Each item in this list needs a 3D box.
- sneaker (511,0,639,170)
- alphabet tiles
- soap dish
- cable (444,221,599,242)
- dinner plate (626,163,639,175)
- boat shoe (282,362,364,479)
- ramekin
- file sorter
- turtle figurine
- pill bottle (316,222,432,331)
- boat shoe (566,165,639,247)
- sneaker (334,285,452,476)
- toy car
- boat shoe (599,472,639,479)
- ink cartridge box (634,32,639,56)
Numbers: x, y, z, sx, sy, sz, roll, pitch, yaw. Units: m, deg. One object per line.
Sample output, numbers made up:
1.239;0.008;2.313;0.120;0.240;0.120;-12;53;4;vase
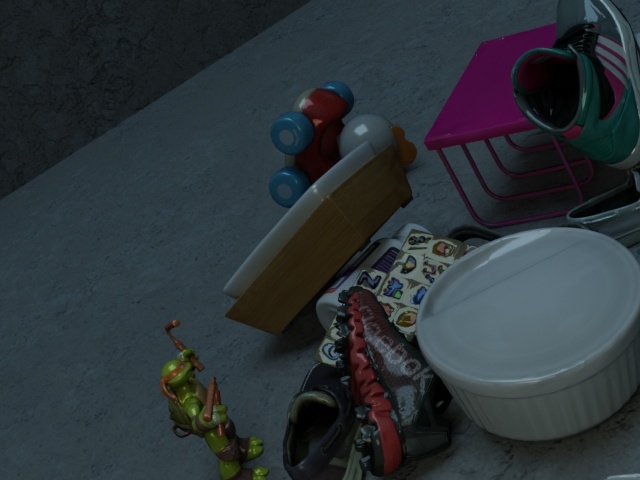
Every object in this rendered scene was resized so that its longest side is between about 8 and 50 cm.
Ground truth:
0.336;-0.243;1.563;0.124;0.178;0.296;-38;50;41;sneaker
0.126;0.092;1.547;0.198;0.009;0.237;16;62;28;alphabet tiles
0.000;0.000;1.735;0.291;0.118;0.229;-48;-4;35;soap dish
0.268;0.010;1.562;0.287;0.072;0.140;30;95;49;cable
0.502;-0.140;1.659;0.141;0.017;0.141;-43;26;27;dinner plate
0.003;0.231;1.480;0.102;0.092;0.285;-23;26;18;boat shoe
0.255;0.114;1.337;0.272;0.127;0.273;-17;33;11;ramekin
0.329;-0.182;1.773;0.202;0.182;0.291;-10;33;36;file sorter
-0.150;0.234;1.498;0.087;0.217;0.269;-34;25;-7;turtle figurine
0.092;0.065;1.670;0.193;0.108;0.108;-45;28;-27;pill bottle
0.438;-0.058;1.541;0.227;0.081;0.079;-28;25;6;boat shoe
0.093;0.166;1.439;0.135;0.098;0.276;-7;46;-8;sneaker
0.059;-0.160;2.093;0.237;0.210;0.219;15;30;21;toy car
0.304;0.259;1.135;0.184;0.066;0.063;-17;14;32;boat shoe
0.540;-0.236;1.567;0.176;0.127;0.128;-19;28;14;ink cartridge box
